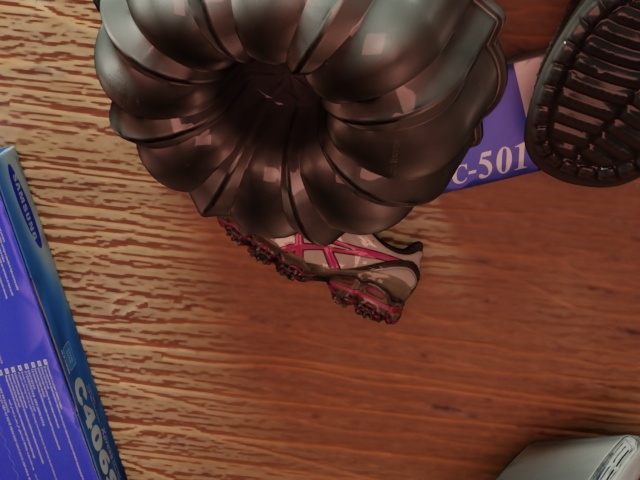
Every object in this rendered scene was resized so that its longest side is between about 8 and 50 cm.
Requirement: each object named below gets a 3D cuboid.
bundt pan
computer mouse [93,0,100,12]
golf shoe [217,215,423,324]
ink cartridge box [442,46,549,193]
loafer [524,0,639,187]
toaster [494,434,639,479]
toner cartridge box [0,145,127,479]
[{"bbox_3d":[-0.028,-0.121,1.042,0.331,0.124,0.330,11,138,11],"label":"bundt pan"},{"bbox_3d":[-0.060,-0.177,1.154,0.262,0.060,0.184,4,121,6],"label":"computer mouse"},{"bbox_3d":[0.000,0.000,1.196,0.186,0.067,0.086,27,80,-2],"label":"golf shoe"},{"bbox_3d":[0.183,-0.110,1.151,0.207,0.046,0.097,-14,103,9],"label":"ink cartridge box"},{"bbox_3d":[0.275,-0.206,1.045,0.134,0.130,0.366,26,112,-7],"label":"loafer"},{"bbox_3d":[0.212,0.258,1.149,0.146,0.227,0.129,-22,104,46],"label":"toaster"},{"bbox_3d":[-0.308,0.103,1.239,0.165,0.075,0.347,-13,104,8],"label":"toner cartridge box"}]
